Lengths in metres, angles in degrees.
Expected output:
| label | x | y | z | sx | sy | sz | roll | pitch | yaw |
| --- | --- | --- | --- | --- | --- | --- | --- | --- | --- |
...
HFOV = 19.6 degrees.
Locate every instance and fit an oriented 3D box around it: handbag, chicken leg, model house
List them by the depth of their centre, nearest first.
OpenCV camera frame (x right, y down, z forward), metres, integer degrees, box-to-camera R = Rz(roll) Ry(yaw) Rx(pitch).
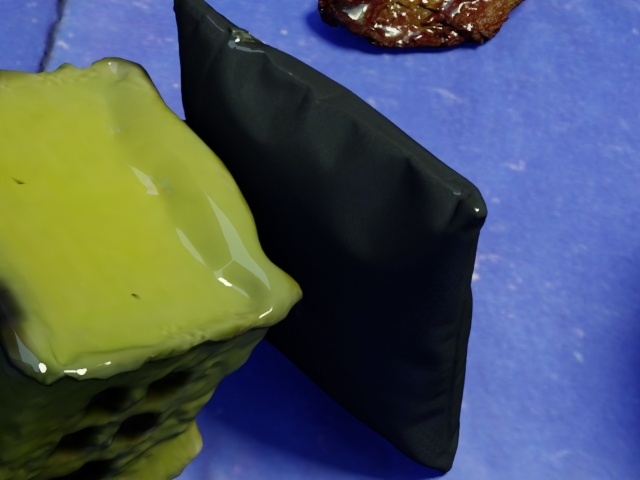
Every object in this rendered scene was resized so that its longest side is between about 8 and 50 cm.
| label | x | y | z | sx | sy | sz | roll | pitch | yaw |
| --- | --- | --- | --- | --- | --- | --- | --- | --- | --- |
| model house | -0.151 | 0.048 | 0.965 | 0.174 | 0.234 | 0.193 | -18 | 60 | -36 |
| handbag | 0.000 | 0.000 | 0.997 | 0.088 | 0.254 | 0.211 | -39 | 63 | -24 |
| chicken leg | 0.097 | -0.177 | 1.301 | 0.205 | 0.053 | 0.093 | -3 | 35 | -15 |
